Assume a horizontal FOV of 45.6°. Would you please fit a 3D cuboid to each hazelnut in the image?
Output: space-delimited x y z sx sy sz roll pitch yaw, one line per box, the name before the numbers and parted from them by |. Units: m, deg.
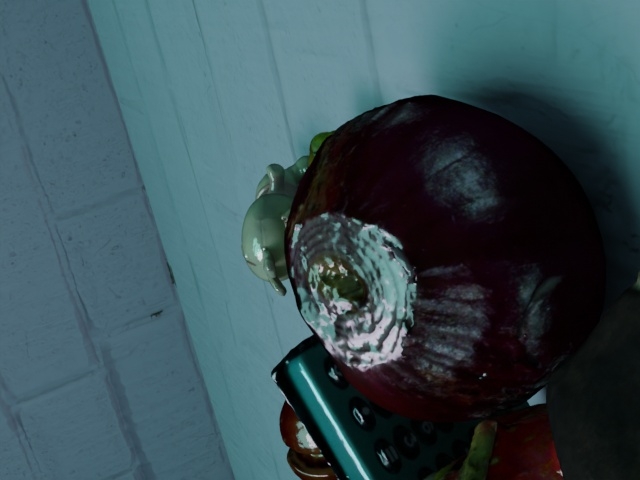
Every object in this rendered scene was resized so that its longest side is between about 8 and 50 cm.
hazelnut | 0.040 0.356 1.405 0.217 0.217 0.251 33 150 55

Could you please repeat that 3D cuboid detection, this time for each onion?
onion | 0.128 -0.001 0.749 0.260 0.282 0.337 -40 62 46

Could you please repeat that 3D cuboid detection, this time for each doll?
doll | -0.068 -0.024 1.210 0.275 0.113 0.155 -70 -23 -47

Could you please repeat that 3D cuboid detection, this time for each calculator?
calculator | 0.107 0.169 0.845 0.248 0.274 0.058 58 141 10

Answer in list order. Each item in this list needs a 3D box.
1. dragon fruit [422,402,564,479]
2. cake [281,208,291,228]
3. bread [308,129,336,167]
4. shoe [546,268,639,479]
dragon fruit | 0.243 0.260 0.697 0.231 0.302 0.237 127 149 -58
cake | 0.000 0.000 1.027 0.140 0.051 0.055 37 143 51
bread | 0.057 0.007 1.123 0.166 0.112 0.383 47 151 36
shoe | 0.256 0.077 0.456 0.237 0.171 0.384 -10 77 26
